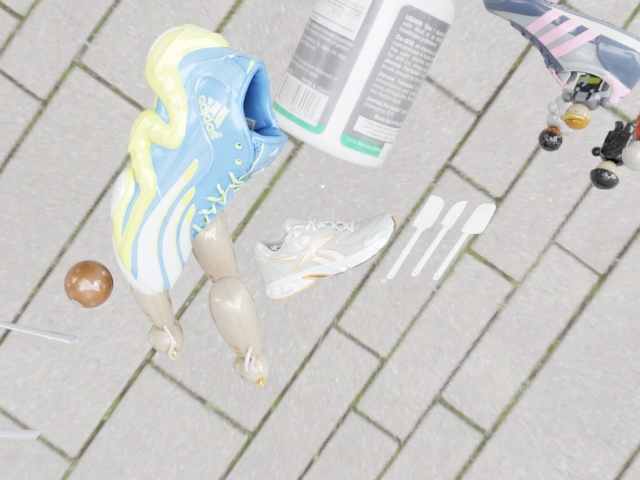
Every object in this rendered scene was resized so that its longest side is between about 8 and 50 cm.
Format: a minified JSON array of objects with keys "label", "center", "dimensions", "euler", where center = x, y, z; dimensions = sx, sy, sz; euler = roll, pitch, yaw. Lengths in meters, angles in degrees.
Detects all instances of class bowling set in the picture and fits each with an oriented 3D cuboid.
[{"label":"bowling set","center":[-0.181,0.047,1.074],"dimensions":[0.199,0.287,0.154],"euler":[-15,136,-2]}]

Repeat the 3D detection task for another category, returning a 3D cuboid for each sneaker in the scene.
[{"label":"sneaker","center":[0.412,-0.345,1.633],"dimensions":[0.319,0.112,0.131],"euler":[29,108,24]},{"label":"sneaker","center":[-0.101,-0.056,0.787],"dimensions":[0.126,0.091,0.240],"euler":[17,108,28]},{"label":"sneaker","center":[0.000,0.000,1.562],"dimensions":[0.262,0.099,0.121],"euler":[-26,99,14]}]

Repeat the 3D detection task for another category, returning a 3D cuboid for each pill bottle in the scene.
[{"label":"pill bottle","center":[0.080,-0.312,1.427],"dimensions":[0.204,0.204,0.361],"euler":[26,105,-1]}]

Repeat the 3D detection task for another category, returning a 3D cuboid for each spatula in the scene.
[{"label":"spatula","center":[0.247,0.003,1.946],"dimensions":[0.168,0.019,0.242],"euler":[3,134,-29]}]

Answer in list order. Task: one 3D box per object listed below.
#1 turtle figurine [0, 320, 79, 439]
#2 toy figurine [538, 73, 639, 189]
[{"label":"turtle figurine","center":[-0.399,0.131,0.898],"dimensions":[0.197,0.266,0.275],"euler":[-25,99,44]},{"label":"toy figurine","center":[0.532,-0.209,1.769],"dimensions":[0.209,0.213,0.148],"euler":[29,77,-5]}]
